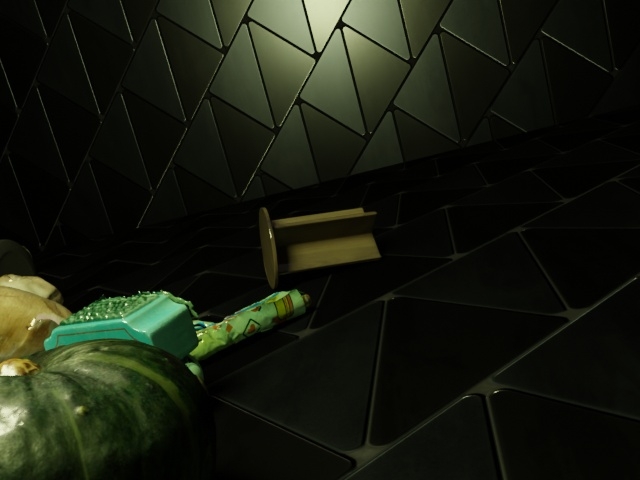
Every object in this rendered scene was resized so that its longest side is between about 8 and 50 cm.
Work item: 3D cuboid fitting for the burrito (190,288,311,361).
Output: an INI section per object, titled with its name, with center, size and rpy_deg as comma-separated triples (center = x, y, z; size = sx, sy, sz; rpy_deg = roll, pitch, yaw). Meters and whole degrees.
[burrito]
center = -0.149, 0.139, 1.070
size = 0.288, 0.054, 0.104
rpy_deg = -23, 14, -35

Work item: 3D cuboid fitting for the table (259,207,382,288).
[table]
center = 0.000, 0.000, 1.344
size = 0.226, 0.167, 0.167
rpy_deg = -9, 10, -12

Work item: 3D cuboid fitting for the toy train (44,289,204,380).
[toy train]
center = -0.250, 0.156, 0.856
size = 0.203, 0.163, 0.112
rpy_deg = -10, 14, 23

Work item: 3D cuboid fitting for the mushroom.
[mushroom]
center = -0.469, 0.149, 1.014
size = 0.254, 0.255, 0.184
rpy_deg = -9, 44, 28

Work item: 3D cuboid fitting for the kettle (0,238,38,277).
[kettle]
center = -0.909, 0.167, 1.558
size = 0.376, 0.250, 0.361
rpy_deg = -11, 32, 7

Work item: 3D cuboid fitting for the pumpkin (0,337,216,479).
[pumpkin]
center = -0.232, 0.199, 0.548
size = 0.300, 0.207, 0.300
rpy_deg = -15, -3, -1
